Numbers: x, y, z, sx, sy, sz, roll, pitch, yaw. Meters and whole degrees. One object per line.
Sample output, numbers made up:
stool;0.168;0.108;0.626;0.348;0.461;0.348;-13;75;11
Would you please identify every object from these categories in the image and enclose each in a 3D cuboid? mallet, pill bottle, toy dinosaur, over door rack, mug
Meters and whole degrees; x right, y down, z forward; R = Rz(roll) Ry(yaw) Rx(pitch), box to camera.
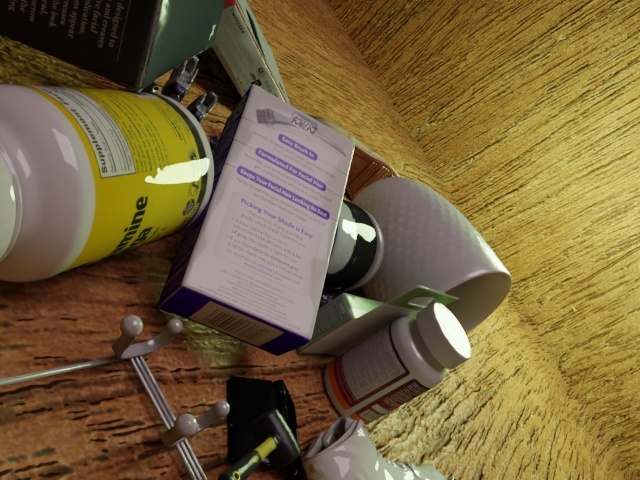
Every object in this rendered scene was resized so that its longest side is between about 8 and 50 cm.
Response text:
mallet;-0.068;0.208;0.610;0.062;0.039;0.189;59;6;17
pill bottle;-0.269;-0.064;0.631;0.188;0.187;0.334;54;23;2
pill bottle;0.123;0.198;0.973;0.121;0.221;0.121;43;25;-25
toy dinosaur;-0.249;-0.400;1.354;0.183;0.053;0.093;56;6;-14
over door rack;-0.176;0.199;0.539;0.240;0.108;0.324;58;23;12
mug;0.207;0.058;1.340;0.328;0.276;0.374;60;-8;32

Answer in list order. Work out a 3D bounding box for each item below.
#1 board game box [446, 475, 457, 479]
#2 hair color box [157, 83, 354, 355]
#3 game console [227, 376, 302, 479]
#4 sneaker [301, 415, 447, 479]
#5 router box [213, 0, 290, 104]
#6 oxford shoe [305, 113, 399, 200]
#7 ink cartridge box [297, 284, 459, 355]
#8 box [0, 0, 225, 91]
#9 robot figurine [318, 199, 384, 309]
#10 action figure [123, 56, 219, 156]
board game box;0.245;0.502;0.988;0.194;0.060;0.194;55;21;4
hair color box;-0.079;-0.033;0.854;0.185;0.110;0.339;27;58;-21
game console;-0.072;0.250;0.793;0.122;0.071;0.107;-100;176;-46
sneaker;0.084;0.322;0.859;0.292;0.108;0.169;6;58;-59
router box;-0.181;-0.455;1.360;0.335;0.082;0.301;58;11;-52
oxford shoe;0.093;-0.210;1.620;0.397;0.140;0.147;39;19;-37
ink cartridge box;0.090;0.121;1.002;0.171;0.235;0.056;19;42;-54
box;-0.329;-0.385;0.749;0.395;0.212;0.294;22;27;-4
robot figurine;-0.002;0.002;1.087;0.173;0.209;0.278;26;6;34
action figure;-0.242;-0.196;0.996;0.185;0.099;0.285;47;26;-28
